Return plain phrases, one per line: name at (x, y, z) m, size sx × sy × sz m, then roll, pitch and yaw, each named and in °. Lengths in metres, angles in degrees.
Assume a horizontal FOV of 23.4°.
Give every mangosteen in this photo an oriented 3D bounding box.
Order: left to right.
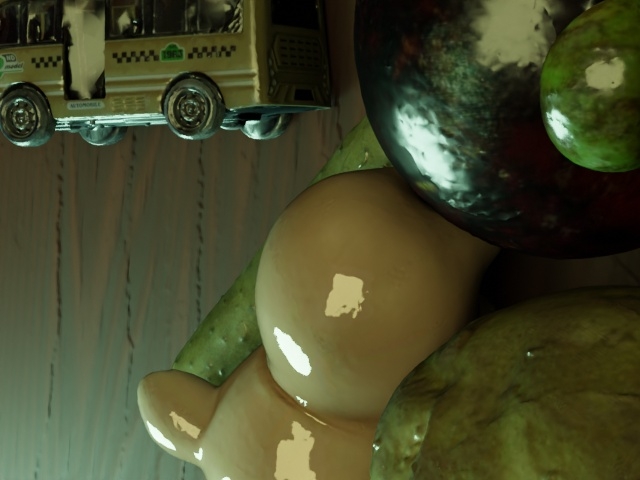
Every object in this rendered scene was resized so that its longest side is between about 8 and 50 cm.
mangosteen at (0.189, -0.131, 0.996) m, size 0.359 × 0.306 × 0.306 m, roll 20°, pitch 108°, yaw 53°

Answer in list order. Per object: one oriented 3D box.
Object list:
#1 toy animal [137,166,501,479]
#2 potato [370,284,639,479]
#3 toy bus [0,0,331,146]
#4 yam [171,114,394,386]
toy animal at (0.021, 0.103, 1.167) m, size 0.237 × 0.269 × 0.326 m, roll 42°, pitch 155°, yaw 37°
potato at (0.174, 0.133, 0.992) m, size 0.237 × 0.289 × 0.301 m, roll 43°, pitch 151°, yaw 40°
toy bus at (-0.144, -0.159, 1.282) m, size 0.290 × 0.139 × 0.157 m, roll 0°, pitch 93°, yaw 27°
yam at (0.000, 0.000, 1.261) m, size 0.083 × 0.083 × 0.371 m, roll 48°, pitch 117°, yaw 14°
